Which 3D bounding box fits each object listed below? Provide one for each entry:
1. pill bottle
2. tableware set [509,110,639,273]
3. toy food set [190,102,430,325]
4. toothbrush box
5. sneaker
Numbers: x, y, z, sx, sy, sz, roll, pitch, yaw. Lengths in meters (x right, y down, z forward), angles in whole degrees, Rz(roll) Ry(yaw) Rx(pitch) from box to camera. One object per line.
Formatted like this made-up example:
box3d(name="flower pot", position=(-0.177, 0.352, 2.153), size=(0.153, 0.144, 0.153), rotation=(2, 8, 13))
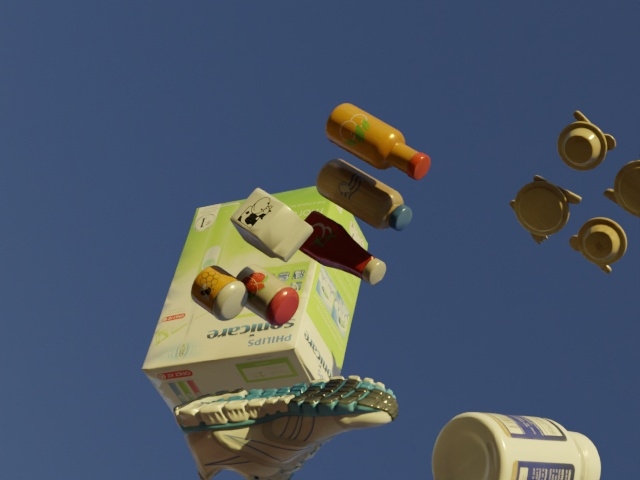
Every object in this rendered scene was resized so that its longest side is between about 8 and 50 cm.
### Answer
box3d(name="pill bottle", position=(0.227, 0.254, 1.538), size=(0.112, 0.186, 0.112), rotation=(-14, -109, 47))
box3d(name="tableware set", position=(0.296, -0.047, 1.480), size=(0.141, 0.020, 0.169), rotation=(38, -58, 10))
box3d(name="toy food set", position=(0.000, 0.000, 1.230), size=(0.104, 0.111, 0.232), rotation=(32, -106, 32))
box3d(name="toothbrush box", position=(-0.074, 0.078, 1.688), size=(0.206, 0.283, 0.122), rotation=(-9, -47, 23))
box3d(name="sneaker", position=(-0.023, 0.158, 1.093), size=(0.190, 0.071, 0.083), rotation=(-9, -85, 25))
